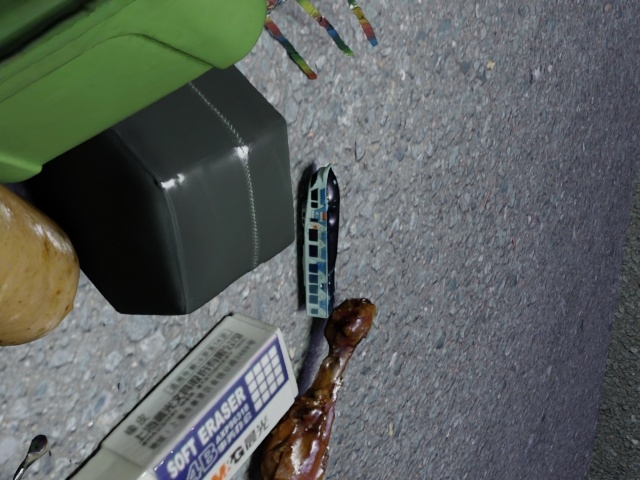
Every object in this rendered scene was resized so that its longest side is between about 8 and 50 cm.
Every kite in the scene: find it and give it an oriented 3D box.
[{"bbox_3d":[-0.024,-0.253,0.896,0.285,0.152,0.015,39,33,-62],"label":"kite"}]

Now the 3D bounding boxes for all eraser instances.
[{"bbox_3d":[-0.140,0.217,0.957,0.279,0.081,0.124,-46,140,-36],"label":"eraser"}]

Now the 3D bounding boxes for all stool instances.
[{"bbox_3d":[-0.135,-0.057,0.696,0.141,0.232,0.232,-35,133,-34],"label":"stool"}]

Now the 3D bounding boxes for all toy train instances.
[{"bbox_3d":[0.000,0.000,1.102,0.043,0.047,0.207,-63,157,-60],"label":"toy train"}]

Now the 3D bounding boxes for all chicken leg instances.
[{"bbox_3d":[-0.001,0.216,1.160,0.304,0.093,0.113,-68,161,-4],"label":"chicken leg"}]

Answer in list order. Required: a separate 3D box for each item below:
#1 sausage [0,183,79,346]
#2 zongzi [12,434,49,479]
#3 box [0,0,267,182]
[{"bbox_3d":[-0.313,-0.053,0.503,0.123,0.136,0.501,-33,144,6],"label":"sausage"},{"bbox_3d":[-0.342,0.357,0.564,0.418,0.181,0.447,22,93,-61],"label":"zongzi"},{"bbox_3d":[-0.181,-0.202,0.445,0.328,0.253,0.178,68,16,12],"label":"box"}]
